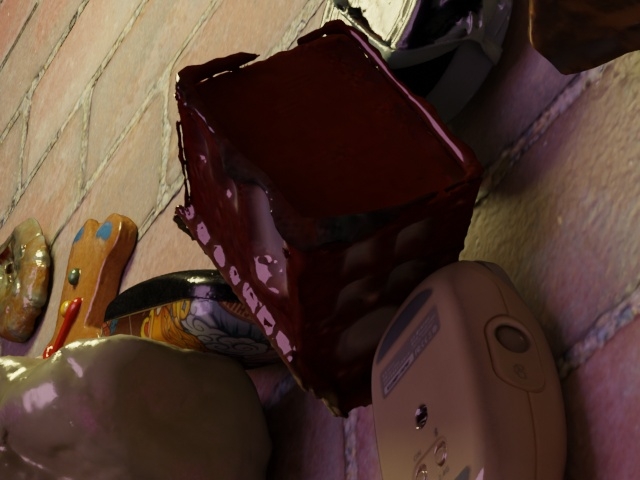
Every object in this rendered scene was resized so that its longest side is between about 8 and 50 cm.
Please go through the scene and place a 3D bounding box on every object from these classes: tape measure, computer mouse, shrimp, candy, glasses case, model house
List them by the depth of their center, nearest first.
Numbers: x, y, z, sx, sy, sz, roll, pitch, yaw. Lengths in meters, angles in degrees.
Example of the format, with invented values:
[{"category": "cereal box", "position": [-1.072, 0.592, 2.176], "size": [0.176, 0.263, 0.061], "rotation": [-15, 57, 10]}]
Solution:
[{"category": "candy", "position": [0.227, -0.182, 1.038], "size": [0.271, 0.101, 0.143], "rotation": [-15, 55, 56]}, {"category": "computer mouse", "position": [0.098, 0.122, 1.124], "size": [0.145, 0.082, 0.236], "rotation": [-57, 26, 34]}, {"category": "model house", "position": [0.000, 0.000, 1.265], "size": [0.196, 0.160, 0.254], "rotation": [51, 155, 32]}, {"category": "tape measure", "position": [0.075, -0.175, 1.349], "size": [0.181, 0.107, 0.182], "rotation": [-47, 35, 40]}, {"category": "glasses case", "position": [-0.104, 0.074, 1.538], "size": [0.321, 0.122, 0.082], "rotation": [163, 114, -66]}, {"category": "shrimp", "position": [-0.432, 0.039, 2.380], "size": [0.317, 0.062, 0.164], "rotation": [27, 95, 62]}]

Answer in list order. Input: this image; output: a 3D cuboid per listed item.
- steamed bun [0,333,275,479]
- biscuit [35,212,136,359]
[{"category": "steamed bun", "position": [-0.174, 0.213, 1.466], "size": [0.320, 0.275, 0.206], "rotation": [65, -161, -71]}, {"category": "biscuit", "position": [-0.289, 0.122, 2.027], "size": [0.205, 0.049, 0.324], "rotation": [-12, 65, 63]}]
